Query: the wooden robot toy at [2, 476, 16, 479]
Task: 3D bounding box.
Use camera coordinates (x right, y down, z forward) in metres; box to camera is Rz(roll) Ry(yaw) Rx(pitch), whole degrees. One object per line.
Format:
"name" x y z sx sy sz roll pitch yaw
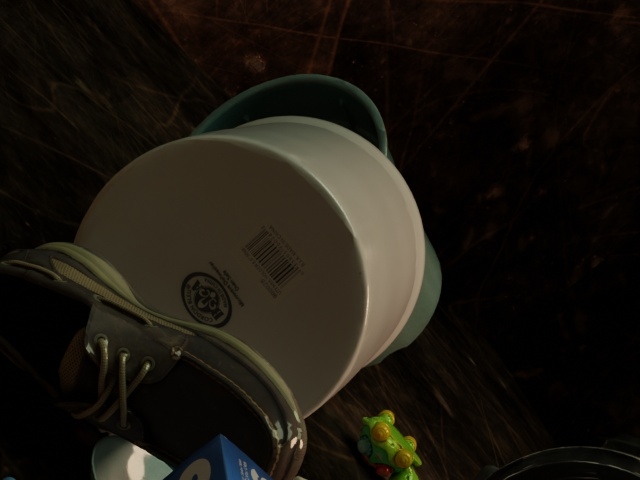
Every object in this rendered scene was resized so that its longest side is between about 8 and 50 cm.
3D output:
"wooden robot toy" -0.218 0.231 0.941 0.079 0.076 0.173 -9 52 -37

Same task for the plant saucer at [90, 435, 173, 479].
"plant saucer" -0.138 0.253 1.228 0.195 0.037 0.195 49 10 -11

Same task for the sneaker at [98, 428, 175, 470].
"sneaker" -0.131 0.205 1.362 0.190 0.071 0.083 51 2 1

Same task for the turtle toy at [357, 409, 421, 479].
"turtle toy" 0.098 0.302 2.032 0.130 0.066 0.095 51 11 0

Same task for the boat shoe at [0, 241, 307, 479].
"boat shoe" -0.172 0.117 1.233 0.355 0.132 0.130 27 18 31

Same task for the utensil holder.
"utensil holder" -0.069 0.032 1.571 0.327 0.327 0.385 51 12 2

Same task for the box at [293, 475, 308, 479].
"box" 0.031 0.338 1.504 0.275 0.094 0.113 38 16 -53

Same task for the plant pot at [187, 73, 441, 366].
"plant pot" 0.000 0.000 2.056 0.334 0.341 0.341 51 6 -47

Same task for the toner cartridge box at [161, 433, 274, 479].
"toner cartridge box" -0.087 0.288 0.952 0.075 0.165 0.348 45 10 -24

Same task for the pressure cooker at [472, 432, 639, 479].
"pressure cooker" 0.343 0.432 1.794 0.420 0.376 0.369 24 52 -69
